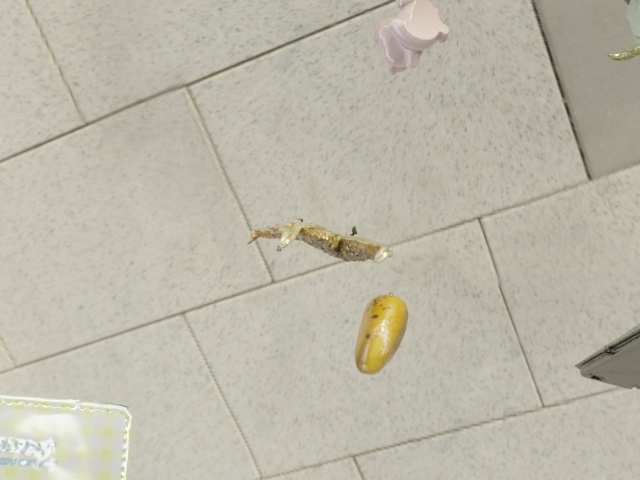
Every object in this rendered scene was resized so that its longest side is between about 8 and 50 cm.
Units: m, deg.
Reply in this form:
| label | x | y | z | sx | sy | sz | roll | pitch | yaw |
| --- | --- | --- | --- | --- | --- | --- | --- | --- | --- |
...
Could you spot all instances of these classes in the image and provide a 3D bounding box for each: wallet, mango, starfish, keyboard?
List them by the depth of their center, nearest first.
| label | x | y | z | sx | sy | sz | roll | pitch | yaw |
| --- | --- | --- | --- | --- | --- | --- | --- | --- | --- |
| wallet | -0.301 | 0.308 | 0.768 | 0.223 | 0.310 | 0.077 | 13 | 142 | -26 |
| keyboard | 0.379 | 0.139 | 0.928 | 0.093 | 0.230 | 0.025 | 17 | 69 | 4 |
| mango | 0.071 | 0.113 | 0.945 | 0.057 | 0.114 | 0.079 | 23 | 140 | 7 |
| starfish | -0.001 | -0.002 | 0.949 | 0.138 | 0.247 | 0.050 | 8 | 87 | -14 |

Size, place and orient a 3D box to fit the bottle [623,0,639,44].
| label | x | y | z | sx | sy | sz | roll | pitch | yaw |
| --- | --- | --- | --- | --- | --- | --- | --- | --- | --- |
| bottle | 0.612 | -0.336 | 1.160 | 0.351 | 0.229 | 0.229 | 35 | 113 | 25 |

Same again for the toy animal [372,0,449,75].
| label | x | y | z | sx | sy | sz | roll | pitch | yaw |
| --- | --- | --- | --- | --- | --- | --- | --- | --- | --- |
| toy animal | 0.150 | -0.379 | 1.516 | 0.124 | 0.212 | 0.124 | 5 | 74 | -19 |

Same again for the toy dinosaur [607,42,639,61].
| label | x | y | z | sx | sy | sz | roll | pitch | yaw |
| --- | --- | --- | --- | --- | --- | --- | --- | --- | --- |
| toy dinosaur | 0.433 | -0.253 | 0.756 | 0.072 | 0.199 | 0.251 | 41 | 75 | -36 |
